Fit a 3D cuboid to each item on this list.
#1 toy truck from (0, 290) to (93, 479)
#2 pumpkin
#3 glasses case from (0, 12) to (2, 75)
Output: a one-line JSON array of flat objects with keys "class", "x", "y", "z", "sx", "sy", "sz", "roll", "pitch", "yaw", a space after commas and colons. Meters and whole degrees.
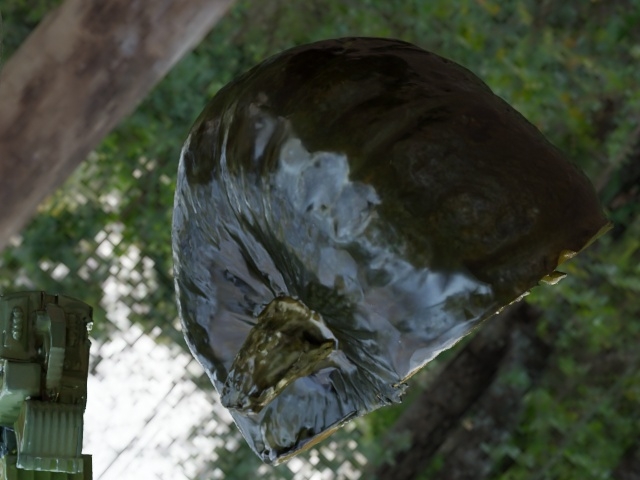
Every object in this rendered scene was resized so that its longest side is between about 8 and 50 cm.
[{"class": "toy truck", "x": -0.195, "y": 0.122, "z": 1.041, "sx": 0.085, "sy": 0.191, "sz": 0.116, "roll": 5, "pitch": 156, "yaw": -21}, {"class": "pumpkin", "x": 0.000, "y": 0.000, "z": 0.944, "sx": 0.232, "sy": 0.325, "sz": 0.242, "roll": 51, "pitch": -130, "yaw": 5}, {"class": "glasses case", "x": -0.248, "y": -0.095, "z": 1.040, "sx": 0.041, "sy": 0.164, "sz": 0.063, "roll": 13, "pitch": -151, "yaw": -1}]
